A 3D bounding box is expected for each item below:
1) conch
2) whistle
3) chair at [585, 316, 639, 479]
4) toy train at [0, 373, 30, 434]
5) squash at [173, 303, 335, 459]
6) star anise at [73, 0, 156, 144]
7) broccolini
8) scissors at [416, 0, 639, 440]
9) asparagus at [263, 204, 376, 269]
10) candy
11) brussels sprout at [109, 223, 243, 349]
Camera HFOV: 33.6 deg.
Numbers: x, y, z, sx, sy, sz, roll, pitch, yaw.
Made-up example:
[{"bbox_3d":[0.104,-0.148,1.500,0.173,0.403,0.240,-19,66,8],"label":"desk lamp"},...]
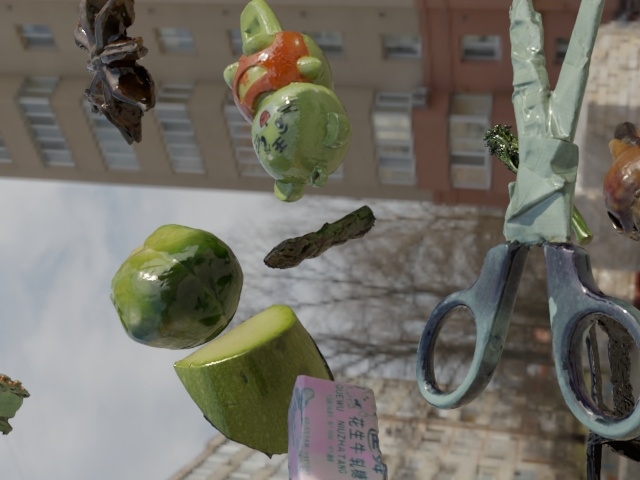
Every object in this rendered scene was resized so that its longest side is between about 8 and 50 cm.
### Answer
[{"bbox_3d":[0.346,-0.072,1.140,0.080,0.086,0.232,53,-144,-39],"label":"conch"},{"bbox_3d":[-0.042,-0.170,1.210,0.131,0.106,0.288,-49,50,36],"label":"whistle"},{"bbox_3d":[0.317,0.164,0.993,0.106,0.113,0.229,27,-124,-29],"label":"chair"},{"bbox_3d":[-0.471,0.198,1.424,0.080,0.125,0.194,-57,-12,-6],"label":"toy train"},{"bbox_3d":[-0.057,0.166,1.325,0.192,0.184,0.085,-31,-18,-33],"label":"squash"},{"bbox_3d":[-0.324,-0.287,1.654,0.088,0.288,0.288,-14,-66,-31],"label":"star anise"},{"bbox_3d":[0.307,-0.078,1.482,0.051,0.239,0.054,15,-58,-47],"label":"broccolini"},{"bbox_3d":[0.179,-0.044,0.837,0.029,0.256,0.383,10,-95,-34],"label":"scissors"},{"bbox_3d":[0.000,0.000,1.108,0.165,0.036,0.030,-23,-100,-46],"label":"asparagus"},{"bbox_3d":[0.014,0.218,1.075,0.160,0.092,0.073,-91,14,-54],"label":"candy"},{"bbox_3d":[-0.155,0.057,1.143,0.117,0.155,0.155,57,-153,-20],"label":"brussels sprout"}]
